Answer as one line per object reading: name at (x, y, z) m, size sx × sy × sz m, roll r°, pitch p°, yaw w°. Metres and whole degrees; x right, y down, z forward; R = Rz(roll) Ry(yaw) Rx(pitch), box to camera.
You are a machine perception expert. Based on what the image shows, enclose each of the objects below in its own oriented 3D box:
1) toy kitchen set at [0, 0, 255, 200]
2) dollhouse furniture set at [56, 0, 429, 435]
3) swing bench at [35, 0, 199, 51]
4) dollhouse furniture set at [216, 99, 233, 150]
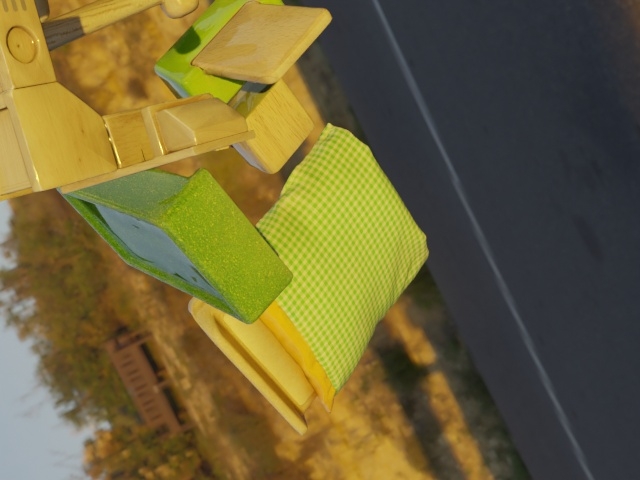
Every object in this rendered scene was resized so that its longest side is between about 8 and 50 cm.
toy kitchen set at (-0.067, -0.059, 0.354) m, size 0.068 × 0.083 × 0.075 m, roll -10°, pitch 98°, yaw 40°
dollhouse furniture set at (0.000, 0.000, 0.760) m, size 0.151 × 0.197 × 0.301 m, roll 17°, pitch 152°, yaw 49°
swing bench at (-0.228, -0.177, 0.465) m, size 0.165 × 0.253 × 0.254 m, roll 10°, pitch 125°, yaw 47°
dollhouse furniture set at (-0.095, -0.113, 0.867) m, size 0.114 × 0.091 × 0.081 m, roll -166°, pitch 65°, yaw -70°
